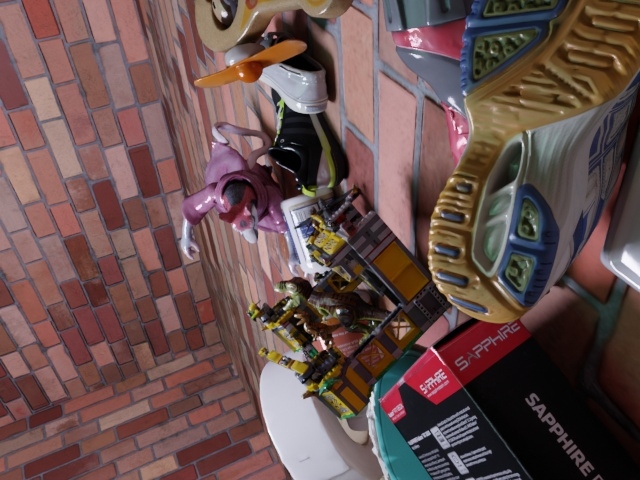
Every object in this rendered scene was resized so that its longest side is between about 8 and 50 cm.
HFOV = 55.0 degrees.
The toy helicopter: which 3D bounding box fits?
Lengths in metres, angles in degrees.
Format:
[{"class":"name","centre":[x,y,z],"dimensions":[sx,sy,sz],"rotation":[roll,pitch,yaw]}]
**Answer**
[{"class":"toy helicopter","centre":[-0.080,-0.321,0.838],"dimensions":[0.355,0.140,0.234],"rotation":[20,108,49]}]

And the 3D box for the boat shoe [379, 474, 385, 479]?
[{"class":"boat shoe","centre":[0.197,0.489,0.964],"dimensions":[0.302,0.103,0.113],"rotation":[60,161,30]}]

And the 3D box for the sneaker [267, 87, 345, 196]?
[{"class":"sneaker","centre":[-0.045,-0.172,0.985],"dimensions":[0.234,0.097,0.084],"rotation":[61,160,28]}]

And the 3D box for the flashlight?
[{"class":"flashlight","centre":[0.126,-0.087,0.544],"dimensions":[0.103,0.103,0.303],"rotation":[33,139,61]}]

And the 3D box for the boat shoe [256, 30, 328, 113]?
[{"class":"boat shoe","centre":[-0.054,-0.280,0.951],"dimensions":[0.227,0.079,0.081],"rotation":[49,144,39]}]

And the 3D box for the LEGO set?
[{"class":"LEGO set","centre":[0.000,0.056,0.827],"dimensions":[0.192,0.255,0.331],"rotation":[47,-177,-20]}]

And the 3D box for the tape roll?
[{"class":"tape roll","centre":[0.012,0.324,1.124],"dimensions":[0.286,0.100,0.286],"rotation":[53,-164,-22]}]

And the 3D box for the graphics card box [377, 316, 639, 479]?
[{"class":"graphics card box","centre":[0.216,0.259,0.575],"dimensions":[0.370,0.094,0.232],"rotation":[54,159,19]}]

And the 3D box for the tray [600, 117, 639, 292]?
[{"class":"tray","centre":[0.240,-0.043,0.365],"dimensions":[0.145,0.030,0.270],"rotation":[51,155,44]}]

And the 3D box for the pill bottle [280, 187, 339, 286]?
[{"class":"pill bottle","centre":[0.000,0.000,1.044],"dimensions":[0.094,0.094,0.169],"rotation":[180,71,-72]}]

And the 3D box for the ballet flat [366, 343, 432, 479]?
[{"class":"ballet flat","centre":[0.171,0.331,0.844],"dimensions":[0.408,0.147,0.147],"rotation":[70,163,0]}]

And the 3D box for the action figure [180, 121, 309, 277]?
[{"class":"action figure","centre":[-0.123,-0.086,1.152],"dimensions":[0.370,0.248,0.275],"rotation":[-123,41,-84]}]

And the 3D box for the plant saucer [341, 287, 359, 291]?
[{"class":"plant saucer","centre":[0.056,0.109,1.127],"dimensions":[0.083,0.015,0.083],"rotation":[56,158,37]}]

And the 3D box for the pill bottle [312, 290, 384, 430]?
[{"class":"pill bottle","centre":[0.057,0.204,1.047],"dimensions":[0.121,0.121,0.216],"rotation":[173,79,-73]}]

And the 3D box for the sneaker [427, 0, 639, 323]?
[{"class":"sneaker","centre":[0.161,-0.091,0.425],"dimensions":[0.112,0.131,0.296],"rotation":[31,118,32]}]
